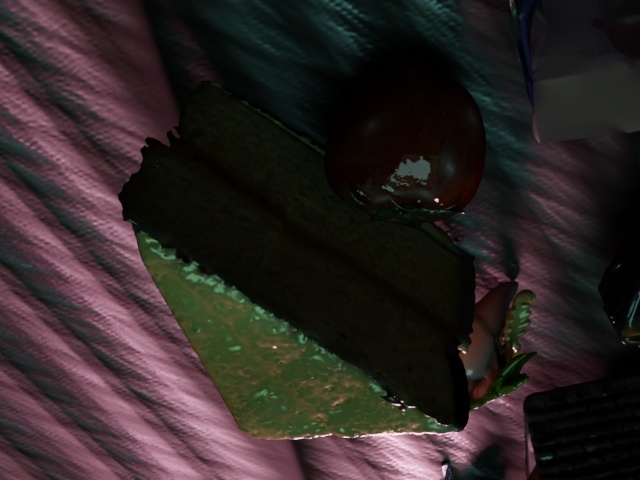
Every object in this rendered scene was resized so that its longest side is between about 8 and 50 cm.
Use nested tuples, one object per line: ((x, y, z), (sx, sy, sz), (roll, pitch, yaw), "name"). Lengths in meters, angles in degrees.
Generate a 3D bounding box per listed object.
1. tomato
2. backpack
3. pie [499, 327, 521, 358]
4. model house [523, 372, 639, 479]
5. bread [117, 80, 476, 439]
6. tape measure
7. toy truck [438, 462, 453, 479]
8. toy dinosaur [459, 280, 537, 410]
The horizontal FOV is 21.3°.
((0.085, -0.093, 1.659), (0.167, 0.167, 0.167), (-4, 138, -4), "tomato")
((0.433, 0.030, 1.867), (0.258, 0.133, 0.206), (4, 128, -21), "backpack")
((0.195, 0.132, 2.012), (0.084, 0.020, 0.084), (-4, 138, -4), "pie")
((0.363, 0.257, 2.072), (0.281, 0.230, 0.248), (-10, 97, -2), "model house")
((0.000, 0.000, 1.633), (0.242, 0.345, 0.405), (-8, 131, 11), "bread")
((0.291, -0.240, 1.537), (0.259, 0.138, 0.262), (-14, 137, 6), "tape measure")
((0.198, 0.341, 2.215), (0.074, 0.063, 0.136), (3, 137, 18), "toy truck")
((0.144, 0.099, 1.916), (0.194, 0.177, 0.152), (-23, 180, -1), "toy dinosaur")
